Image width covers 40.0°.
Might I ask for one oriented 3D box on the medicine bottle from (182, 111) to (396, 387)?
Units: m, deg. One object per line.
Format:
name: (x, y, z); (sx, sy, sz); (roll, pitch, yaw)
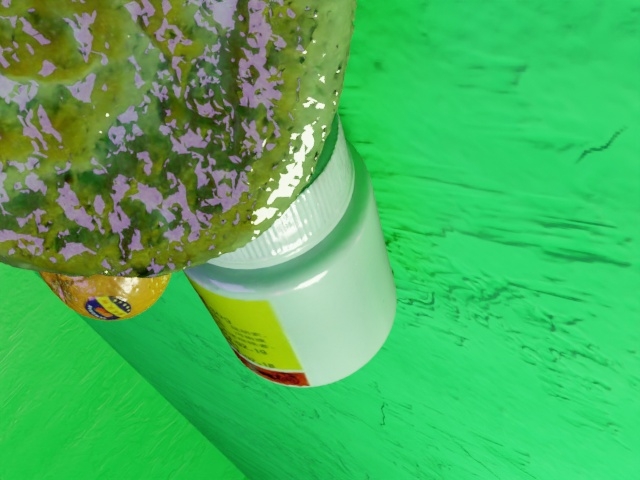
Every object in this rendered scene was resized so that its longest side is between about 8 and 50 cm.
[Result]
medicine bottle: (-0.027, -0.001, 0.601); (0.139, 0.139, 0.225); (31, 159, 27)

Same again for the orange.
orange: (-0.252, 0.006, 1.022); (0.177, 0.155, 0.177); (28, 153, 15)

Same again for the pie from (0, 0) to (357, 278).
pie: (-0.130, -0.109, 0.410); (0.323, 0.070, 0.323); (4, 126, 6)
